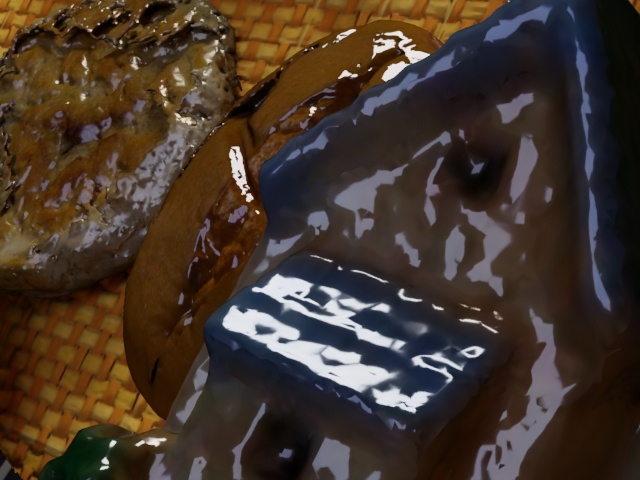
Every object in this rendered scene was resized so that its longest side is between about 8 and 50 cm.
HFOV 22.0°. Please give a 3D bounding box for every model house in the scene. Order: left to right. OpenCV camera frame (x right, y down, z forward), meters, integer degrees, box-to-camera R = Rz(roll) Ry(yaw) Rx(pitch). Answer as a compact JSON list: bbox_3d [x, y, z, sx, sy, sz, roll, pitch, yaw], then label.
[{"bbox_3d":[0.154,0.094,0.654,0.382,0.334,0.342,27,87,36],"label":"model house"}]

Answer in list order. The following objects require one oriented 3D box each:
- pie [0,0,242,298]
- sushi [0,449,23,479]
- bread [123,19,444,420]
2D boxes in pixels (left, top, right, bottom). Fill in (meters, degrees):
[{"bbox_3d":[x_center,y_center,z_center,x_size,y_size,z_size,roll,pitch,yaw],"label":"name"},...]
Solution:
[{"bbox_3d":[-0.173,-0.076,1.224,0.274,0.055,0.274,-18,54,27],"label":"pie"},{"bbox_3d":[-0.232,0.251,1.087,0.215,0.050,0.192,-59,40,5],"label":"sushi"},{"bbox_3d":[0.000,0.000,0.968,0.270,0.142,0.195,-52,44,7],"label":"bread"}]
